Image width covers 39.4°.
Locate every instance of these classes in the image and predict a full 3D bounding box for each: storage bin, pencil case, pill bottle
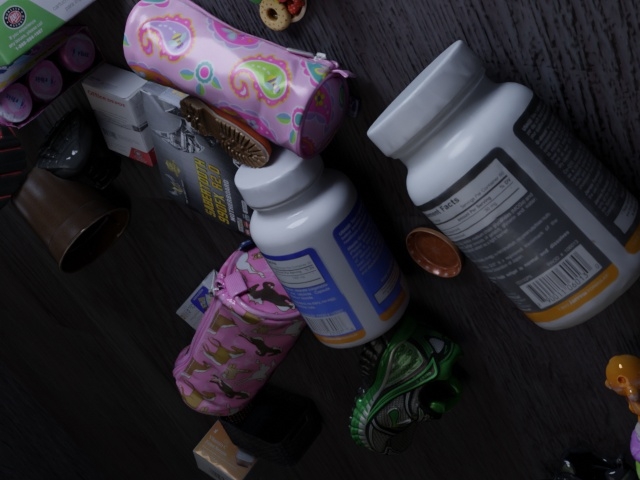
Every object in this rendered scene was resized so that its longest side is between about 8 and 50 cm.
[{"bbox_3d":[-0.103,0.369,1.815,0.180,0.122,0.084,13,140,38],"label":"storage bin"},{"bbox_3d":[-0.098,-0.203,1.071,0.284,0.124,0.124,27,147,20],"label":"pencil case"},{"bbox_3d":[0.189,-0.056,0.897,0.278,0.162,0.162,45,150,-6],"label":"pill bottle"},{"bbox_3d":[0.000,0.000,1.189,0.152,0.152,0.272,3,133,46],"label":"pill bottle"},{"bbox_3d":[-0.131,0.156,1.478,0.167,0.160,0.386,35,141,4],"label":"pencil case"}]

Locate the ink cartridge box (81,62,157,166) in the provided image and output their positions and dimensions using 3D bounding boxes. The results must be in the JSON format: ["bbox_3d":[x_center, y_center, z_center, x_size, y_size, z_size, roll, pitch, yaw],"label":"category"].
[{"bbox_3d":[-0.291,-0.191,1.354,0.099,0.056,0.135,23,146,26],"label":"ink cartridge box"}]

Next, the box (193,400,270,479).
[{"bbox_3d":[-0.171,0.443,1.940,0.130,0.170,0.091,27,149,21],"label":"box"}]

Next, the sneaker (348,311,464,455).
[{"bbox_3d":[0.134,0.248,1.382,0.146,0.134,0.344,28,147,19],"label":"sneaker"}]

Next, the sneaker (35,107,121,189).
[{"bbox_3d":[-0.378,-0.138,1.439,0.130,0.109,0.286,38,-179,-19],"label":"sneaker"}]

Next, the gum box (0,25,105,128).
[{"bbox_3d":[-0.424,-0.239,1.308,0.107,0.188,0.062,11,139,41],"label":"gum box"}]

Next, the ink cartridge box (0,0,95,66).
[{"bbox_3d":[-0.423,-0.382,1.106,0.117,0.201,0.278,3,133,45],"label":"ink cartridge box"}]

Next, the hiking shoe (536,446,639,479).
[{"bbox_3d":[0.380,0.351,1.316,0.227,0.086,0.114,-22,101,51],"label":"hiking shoe"}]

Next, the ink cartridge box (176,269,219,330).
[{"bbox_3d":[-0.163,0.165,1.690,0.208,0.045,0.206,43,149,-3],"label":"ink cartridge box"}]

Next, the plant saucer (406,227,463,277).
[{"bbox_3d":[0.151,0.014,1.175,0.083,0.013,0.083,29,147,20],"label":"plant saucer"}]

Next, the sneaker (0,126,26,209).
[{"bbox_3d":[-0.600,-0.201,1.576,0.136,0.115,0.314,23,116,49],"label":"sneaker"}]

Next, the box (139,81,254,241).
[{"bbox_3d":[-0.159,-0.119,1.303,0.183,0.056,0.231,27,147,21],"label":"box"}]

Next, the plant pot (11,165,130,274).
[{"bbox_3d":[-0.469,-0.052,1.645,0.165,0.167,0.167,43,150,9],"label":"plant pot"}]

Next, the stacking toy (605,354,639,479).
[{"bbox_3d":[0.434,0.260,1.072,0.175,0.165,0.302,-31,95,43],"label":"stacking toy"}]

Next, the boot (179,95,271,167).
[{"bbox_3d":[-0.102,-0.156,1.147,0.158,0.084,0.059,40,152,30],"label":"boot"}]

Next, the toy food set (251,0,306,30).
[{"bbox_3d":[-0.052,-0.280,1.007,0.083,0.020,0.083,52,148,-18],"label":"toy food set"}]
